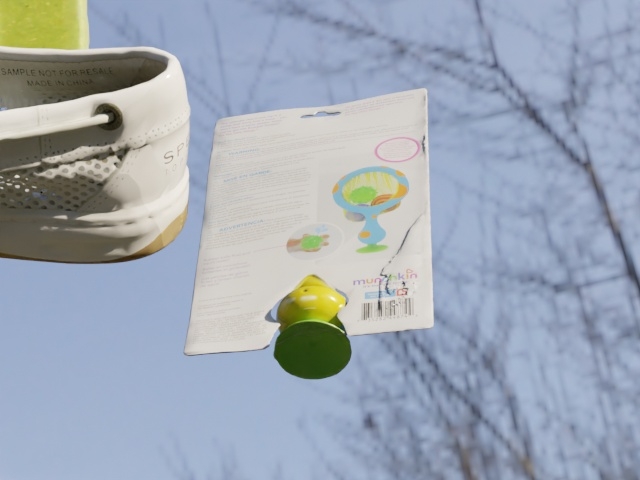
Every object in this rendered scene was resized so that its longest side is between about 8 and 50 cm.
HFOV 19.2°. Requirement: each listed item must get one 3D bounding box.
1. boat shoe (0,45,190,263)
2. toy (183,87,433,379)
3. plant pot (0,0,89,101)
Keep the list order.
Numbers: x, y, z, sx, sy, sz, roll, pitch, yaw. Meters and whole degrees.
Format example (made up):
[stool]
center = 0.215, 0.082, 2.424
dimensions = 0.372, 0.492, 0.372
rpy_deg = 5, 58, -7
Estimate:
[boat shoe]
center = -0.189, -0.053, 0.755
dimensions = 0.277, 0.098, 0.096
rpy_deg = 0, -55, -11
[toy]
center = 0.000, 0.000, 1.112
dimensions = 0.137, 0.237, 0.056
rpy_deg = -7, -57, 8
[plant pot]
center = -0.287, -0.164, 0.979
dimensions = 0.254, 0.276, 0.276
rpy_deg = -16, -28, 9
